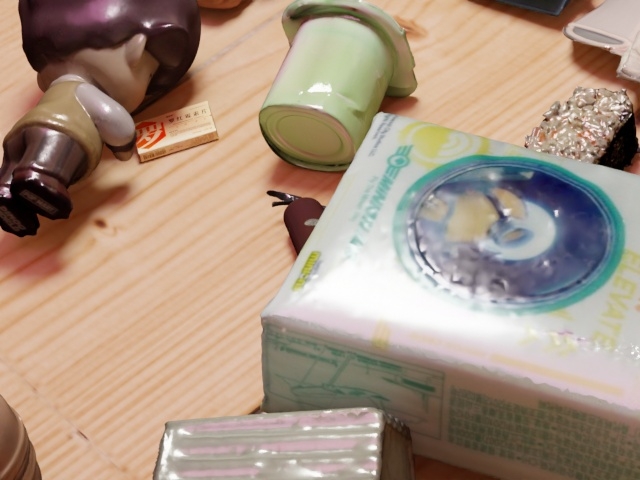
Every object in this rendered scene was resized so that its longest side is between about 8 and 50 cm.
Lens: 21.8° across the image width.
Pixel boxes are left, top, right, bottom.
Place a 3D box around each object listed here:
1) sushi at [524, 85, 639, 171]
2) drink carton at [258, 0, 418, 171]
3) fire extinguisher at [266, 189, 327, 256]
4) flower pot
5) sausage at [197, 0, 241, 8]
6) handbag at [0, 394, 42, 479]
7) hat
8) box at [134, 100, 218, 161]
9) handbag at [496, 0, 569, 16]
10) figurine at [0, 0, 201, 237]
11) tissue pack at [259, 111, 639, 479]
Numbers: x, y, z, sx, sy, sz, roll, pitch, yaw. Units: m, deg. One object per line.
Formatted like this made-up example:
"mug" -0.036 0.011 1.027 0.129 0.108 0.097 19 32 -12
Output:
"sushi" 0.261 -0.090 1.674 0.090 0.078 0.150 20 54 33
"drink carton" 0.008 -0.162 1.788 0.146 0.144 0.142 8 54 24
"fire extinguisher" 0.000 0.000 1.690 0.078 0.045 0.157 3 37 -21
"flower pot" -0.023 0.247 1.312 0.189 0.209 0.239 -4 43 13
"sausage" -0.200 -0.357 2.090 0.289 0.086 0.086 25 56 36
"handbag" -0.384 0.246 1.474 0.283 0.149 0.302 29 57 36
"hat" 0.385 -0.243 1.797 0.219 0.164 0.226 -52 8 -1
"box" -0.165 -0.124 1.886 0.093 0.015 0.058 -17 43 -1
"handbag" 0.282 -0.355 1.947 0.179 0.062 0.229 22 54 40
"figurine" -0.243 -0.169 1.852 0.206 0.218 0.365 18 60 -23
"tissue pack" 0.176 0.062 1.441 0.388 0.162 0.287 15 49 16
